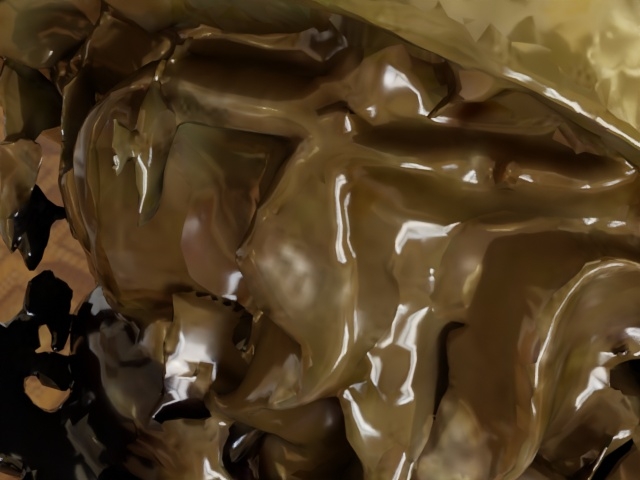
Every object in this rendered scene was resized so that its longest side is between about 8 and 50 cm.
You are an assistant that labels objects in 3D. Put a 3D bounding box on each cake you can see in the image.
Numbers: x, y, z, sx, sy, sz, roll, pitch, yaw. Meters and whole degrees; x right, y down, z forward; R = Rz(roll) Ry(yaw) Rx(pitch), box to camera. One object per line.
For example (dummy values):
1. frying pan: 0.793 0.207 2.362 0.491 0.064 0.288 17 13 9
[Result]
1. cake: 0.002 -0.001 0.471 0.332 0.332 0.321 18 77 8
